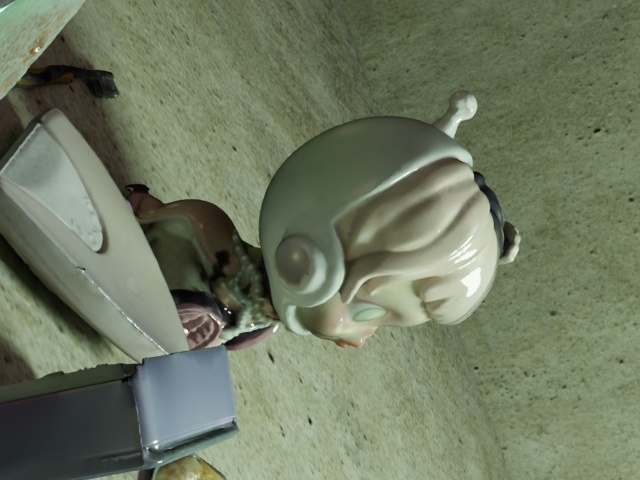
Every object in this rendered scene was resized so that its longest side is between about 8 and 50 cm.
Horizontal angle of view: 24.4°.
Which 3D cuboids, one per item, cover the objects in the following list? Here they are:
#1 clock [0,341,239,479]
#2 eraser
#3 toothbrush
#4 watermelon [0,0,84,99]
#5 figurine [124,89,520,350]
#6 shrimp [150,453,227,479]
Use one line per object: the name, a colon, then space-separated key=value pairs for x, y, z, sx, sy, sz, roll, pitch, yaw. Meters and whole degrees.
clock: x=-0.154 y=0.123 z=1.034 sx=0.193 sy=0.144 sz=0.073 roll=2 pitch=76 yaw=-75
eraser: x=-0.195 y=0.020 z=1.252 sx=0.243 sy=0.059 sz=0.204 roll=58 pitch=14 yaw=-16
toothbrush: x=-0.255 y=-0.157 z=1.419 sx=0.031 sy=0.023 sz=0.321 roll=63 pitch=12 yaw=3
watermelon: x=-0.277 y=-0.159 z=0.981 sx=0.214 sy=0.289 sz=0.320 roll=94 pitch=-26 yaw=-44
figurine: x=-0.002 y=0.002 z=1.423 sx=0.253 sy=0.361 sz=0.211 roll=-44 pitch=119 yaw=-73
shrimp: x=-0.089 y=0.284 z=1.237 sx=0.143 sy=0.052 sz=0.251 roll=35 pitch=23 yaw=-46
